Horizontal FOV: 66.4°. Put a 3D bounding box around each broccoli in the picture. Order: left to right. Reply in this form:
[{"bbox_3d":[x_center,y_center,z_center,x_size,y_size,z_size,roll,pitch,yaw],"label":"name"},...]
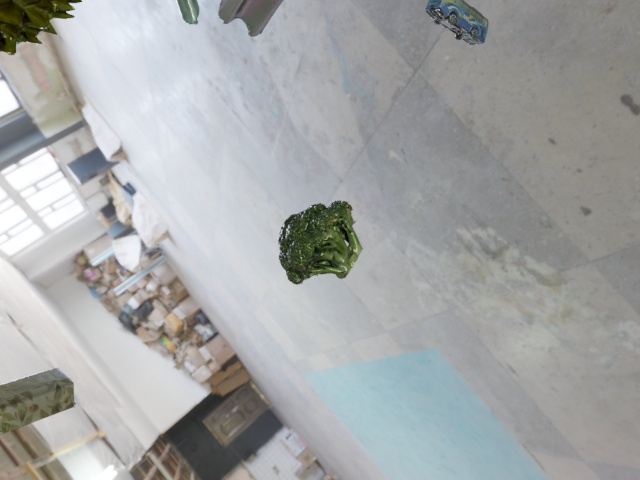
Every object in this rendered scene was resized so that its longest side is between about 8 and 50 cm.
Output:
[{"bbox_3d":[0.000,0.000,0.827,0.138,0.162,0.146,33,153,0],"label":"broccoli"}]

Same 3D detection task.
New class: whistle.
[{"bbox_3d":[-0.405,-0.769,1.370,0.062,0.062,0.312,19,129,54],"label":"whistle"}]

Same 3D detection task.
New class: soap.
[{"bbox_3d":[-0.179,-0.794,1.397,0.302,0.159,0.257,-30,63,47],"label":"soap"}]

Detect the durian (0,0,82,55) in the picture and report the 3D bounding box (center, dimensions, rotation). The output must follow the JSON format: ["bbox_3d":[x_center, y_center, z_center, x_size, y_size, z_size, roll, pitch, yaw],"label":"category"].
[{"bbox_3d":[-0.411,-0.268,0.427,0.163,0.394,0.198,100,170,-60],"label":"durian"}]

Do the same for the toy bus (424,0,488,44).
[{"bbox_3d":[0.283,-0.456,1.004,0.153,0.061,0.051,14,-172,-35],"label":"toy bus"}]

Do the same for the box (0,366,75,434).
[{"bbox_3d":[-0.386,0.210,0.652,0.062,0.098,0.045,17,109,39],"label":"box"}]
